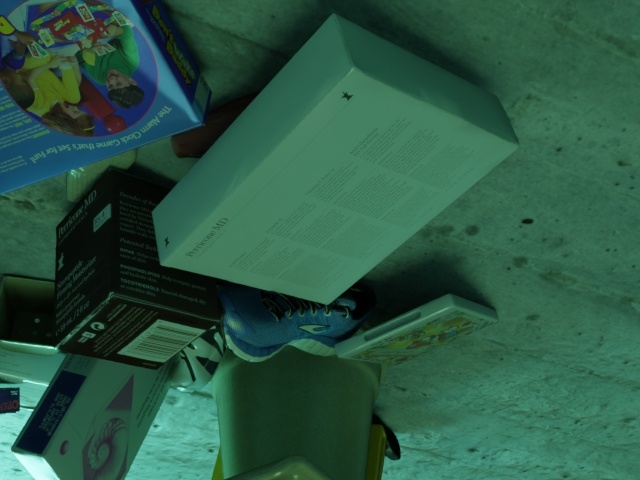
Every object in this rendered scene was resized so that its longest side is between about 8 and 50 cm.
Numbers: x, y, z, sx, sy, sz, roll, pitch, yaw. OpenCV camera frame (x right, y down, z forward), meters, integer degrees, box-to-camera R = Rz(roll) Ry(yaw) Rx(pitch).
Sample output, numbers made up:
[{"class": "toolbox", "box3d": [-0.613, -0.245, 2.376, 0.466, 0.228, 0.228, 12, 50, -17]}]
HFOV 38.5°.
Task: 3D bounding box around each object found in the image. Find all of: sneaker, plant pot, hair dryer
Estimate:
[{"class": "sneaker", "box3d": [-0.222, 0.147, 1.493, 0.153, 0.094, 0.235, 25, 130, -23]}, {"class": "sneaker", "box3d": [0.088, 0.390, 1.817, 0.089, 0.051, 0.170, -19, 131, 20]}, {"class": "plant pot", "box3d": [-0.045, 0.339, 1.558, 0.333, 0.306, 0.334, 0, 139, 0]}, {"class": "hair dryer", "box3d": [-0.052, -0.108, 1.212, 0.293, 0.080, 0.224, 13, 136, -15]}, {"class": "sneaker", "box3d": [-0.037, 0.092, 1.374, 0.147, 0.130, 0.330, -44, 153, 28]}, {"class": "plant pot", "box3d": [-0.461, 0.133, 1.472, 0.109, 0.109, 0.096, 8, 150, -11]}]

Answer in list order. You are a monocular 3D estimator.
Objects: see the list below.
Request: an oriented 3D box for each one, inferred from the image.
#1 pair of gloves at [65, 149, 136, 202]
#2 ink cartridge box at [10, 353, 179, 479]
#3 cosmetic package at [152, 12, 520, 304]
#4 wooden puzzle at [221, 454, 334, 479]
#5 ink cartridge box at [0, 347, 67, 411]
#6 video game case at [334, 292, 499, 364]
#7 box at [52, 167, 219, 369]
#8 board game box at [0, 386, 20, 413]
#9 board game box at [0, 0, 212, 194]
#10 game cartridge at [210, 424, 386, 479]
[{"class": "pair of gloves", "box3d": [-0.368, -0.126, 1.218, 0.240, 0.042, 0.204, 14, 137, -17]}, {"class": "ink cartridge box", "box3d": [-0.327, 0.278, 1.471, 0.071, 0.324, 0.330, 8, 142, 19]}, {"class": "cosmetic package", "box3d": [0.012, -0.076, 1.141, 0.284, 0.097, 0.377, 15, 136, -41]}, {"class": "wooden puzzle", "box3d": [-0.074, 0.463, 1.406, 0.322, 0.081, 0.348, -26, 134, 25]}, {"class": "ink cartridge box", "box3d": [-0.510, 0.249, 1.631, 0.296, 0.066, 0.261, 17, 156, -19]}, {"class": "video game case", "box3d": [0.160, 0.149, 1.475, 0.206, 0.026, 0.227, -27, 159, 21]}, {"class": "box", "box3d": [-0.258, 0.045, 1.270, 0.167, 0.203, 0.168, 18, 139, -36]}, {"class": "board game box", "box3d": [-0.702, 0.276, 1.534, 0.346, 0.056, 0.208, -6, 169, 30]}, {"class": "board game box", "box3d": [-0.337, -0.194, 1.078, 0.347, 0.078, 0.233, -16, 127, 15]}, {"class": "game cartridge", "box3d": [-0.052, 0.470, 1.692, 0.323, 0.285, 0.053, -3, 137, 17]}]
